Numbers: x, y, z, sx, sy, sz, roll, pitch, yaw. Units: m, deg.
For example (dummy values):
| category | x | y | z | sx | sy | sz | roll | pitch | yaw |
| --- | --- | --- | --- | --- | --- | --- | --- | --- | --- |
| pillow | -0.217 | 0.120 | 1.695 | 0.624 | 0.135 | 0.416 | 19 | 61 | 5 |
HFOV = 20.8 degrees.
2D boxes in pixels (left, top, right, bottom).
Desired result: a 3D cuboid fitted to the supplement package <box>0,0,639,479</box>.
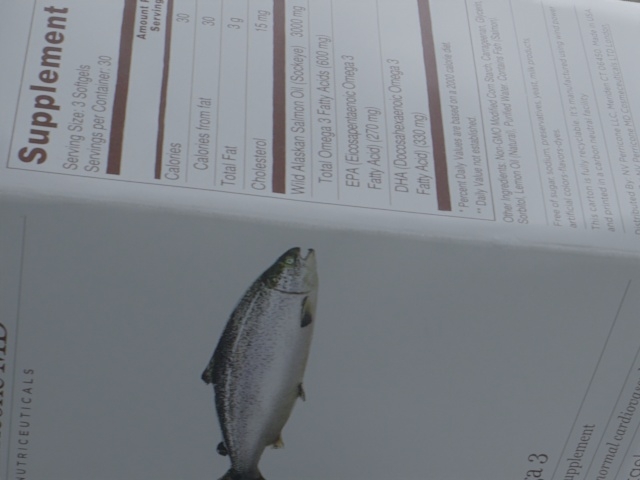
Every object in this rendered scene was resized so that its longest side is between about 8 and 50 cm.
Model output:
| category | x | y | z | sx | sy | sz | roll | pitch | yaw |
| --- | --- | --- | --- | --- | --- | --- | --- | --- | --- |
| supplement package | 0.000 | 0.000 | 0.437 | 0.179 | 0.105 | 0.105 | 6 | -47 | -7 |
